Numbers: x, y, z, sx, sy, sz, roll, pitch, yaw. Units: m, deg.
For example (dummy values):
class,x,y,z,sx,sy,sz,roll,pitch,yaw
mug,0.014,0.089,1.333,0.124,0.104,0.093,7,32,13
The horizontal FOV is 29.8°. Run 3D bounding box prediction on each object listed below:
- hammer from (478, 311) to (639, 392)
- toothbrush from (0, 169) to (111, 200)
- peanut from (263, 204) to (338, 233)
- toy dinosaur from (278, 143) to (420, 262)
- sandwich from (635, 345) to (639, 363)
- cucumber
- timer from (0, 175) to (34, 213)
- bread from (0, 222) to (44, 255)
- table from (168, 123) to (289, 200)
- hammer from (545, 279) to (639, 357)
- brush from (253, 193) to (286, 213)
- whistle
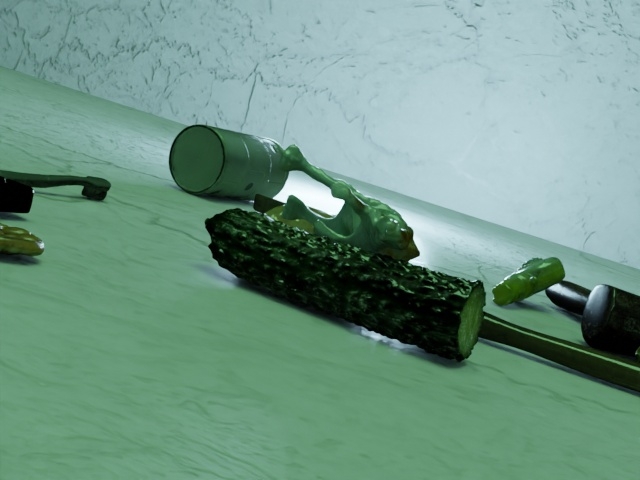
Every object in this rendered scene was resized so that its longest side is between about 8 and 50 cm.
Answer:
class,x,y,z,sx,sy,sz,roll,pitch,yaw
hammer,0.329,0.144,1.480,0.439,0.044,0.168,18,6,13
toothbrush,-0.397,-0.080,1.627,0.030,0.031,0.297,32,15,32
peanut,0.000,0.000,1.661,0.214,0.090,0.098,13,-2,-33
toy dinosaur,0.040,-0.028,1.515,0.205,0.092,0.393,28,-2,11
sandwich,0.444,0.170,1.547,0.074,0.074,0.116,19,23,26
cucumber,0.011,0.042,1.376,0.359,0.096,0.096,17,7,24
timer,-0.441,-0.078,1.395,0.187,0.055,0.144,19,8,26
bread,-0.329,-0.004,1.194,0.110,0.024,0.110,16,6,-2
table,-0.167,-0.140,2.220,0.126,0.126,0.220,20,8,28
hammer,0.465,0.122,1.887,0.242,0.095,0.409,15,2,-14
brush,-0.034,-0.038,2.126,0.190,0.034,0.027,19,24,14
whistle,0.326,0.065,1.944,0.104,0.057,0.198,-25,-7,32
